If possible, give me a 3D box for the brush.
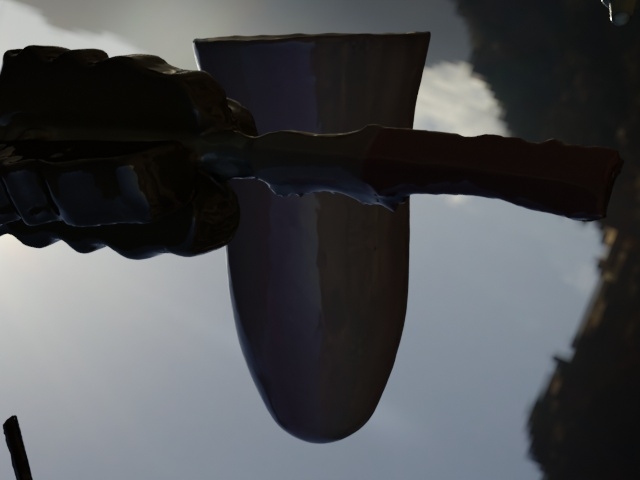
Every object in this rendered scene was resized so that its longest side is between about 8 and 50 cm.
[{"bbox_3d":[-0.025,-0.031,0.728,0.301,0.084,0.071,6,161,37],"label":"brush"}]

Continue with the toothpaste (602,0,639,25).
[{"bbox_3d":[0.222,-0.222,1.392,0.048,0.029,0.197,-8,-137,21],"label":"toothpaste"}]

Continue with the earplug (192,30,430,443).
[{"bbox_3d":[0.000,0.000,1.408,0.172,0.301,0.172,-3,-173,0],"label":"earplug"}]

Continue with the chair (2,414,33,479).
[{"bbox_3d":[-0.271,0.269,1.554,0.172,0.247,0.158,-35,-161,-34],"label":"chair"}]
